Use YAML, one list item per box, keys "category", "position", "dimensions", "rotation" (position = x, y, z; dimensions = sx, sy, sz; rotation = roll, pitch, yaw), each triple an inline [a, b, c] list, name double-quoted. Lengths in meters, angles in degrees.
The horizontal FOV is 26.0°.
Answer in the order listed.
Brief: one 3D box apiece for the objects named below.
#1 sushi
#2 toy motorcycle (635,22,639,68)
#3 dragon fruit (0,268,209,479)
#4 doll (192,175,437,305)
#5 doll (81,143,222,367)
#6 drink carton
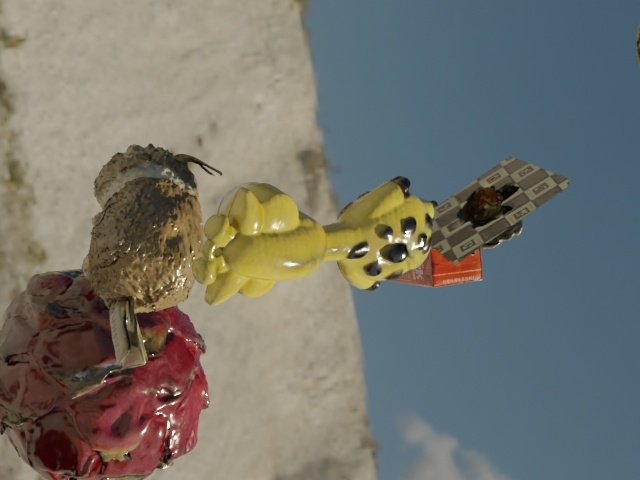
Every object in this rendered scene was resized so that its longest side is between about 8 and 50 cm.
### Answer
- category: "sushi"
  position: [0.231, -0.031, 1.859]
  dimensions: [0.040, 0.192, 0.210]
  rotation: [57, -4, -20]
- category: "toy motorcycle"
  position: [0.416, -0.137, 1.385]
  dimensions: [0.206, 0.142, 0.342]
  rotation: [99, -21, -59]
- category: "dragon fruit"
  position: [-0.307, 0.183, 1.903]
  dimensions: [0.329, 0.329, 0.329]
  rotation: [170, -90, -77]
- category: "doll"
  position: [0.000, 0.000, 1.220]
  dimensions: [0.086, 0.291, 0.117]
  rotation: [28, -67, 39]
- category: "doll"
  position: [-0.162, 0.005, 1.253]
  dimensions: [0.105, 0.115, 0.221]
  rotation: [56, 32, -42]
- category: "drink carton"
  position: [0.186, 0.037, 2.408]
  dimensions: [0.223, 0.096, 0.071]
  rotation: [-173, -103, -67]
